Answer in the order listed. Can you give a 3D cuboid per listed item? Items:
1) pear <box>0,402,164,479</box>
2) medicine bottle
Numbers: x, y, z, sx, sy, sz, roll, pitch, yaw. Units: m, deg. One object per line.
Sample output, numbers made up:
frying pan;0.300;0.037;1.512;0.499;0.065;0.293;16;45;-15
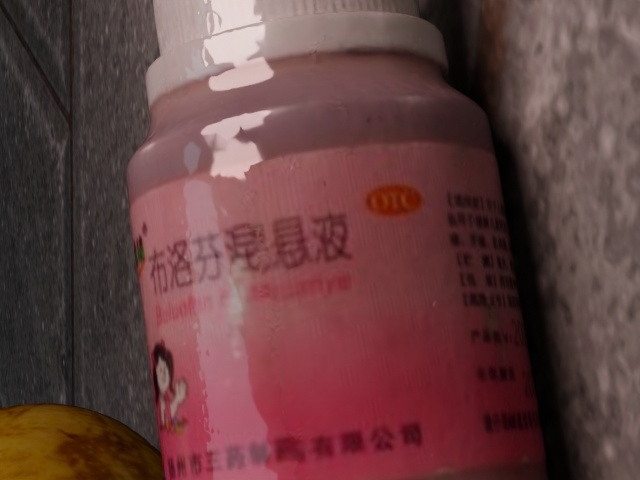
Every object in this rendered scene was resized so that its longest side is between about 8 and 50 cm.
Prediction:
pear;-0.210;0.252;1.086;0.280;0.280;0.281;175;90;-71
medicine bottle;0.000;0.000;0.592;0.147;0.147;0.247;148;114;-69
